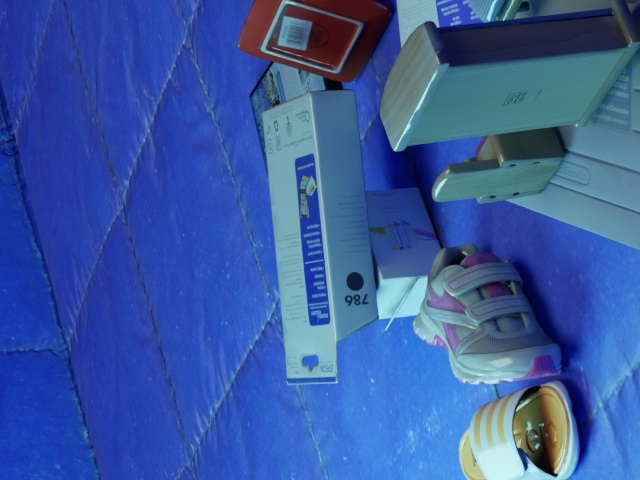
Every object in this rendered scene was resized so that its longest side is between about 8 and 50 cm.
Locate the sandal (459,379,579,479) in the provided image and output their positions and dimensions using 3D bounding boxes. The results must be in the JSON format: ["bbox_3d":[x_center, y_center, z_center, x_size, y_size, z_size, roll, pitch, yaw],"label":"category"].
[{"bbox_3d":[0.189,0.222,1.998,0.265,0.076,0.102,140,122,-62],"label":"sandal"}]

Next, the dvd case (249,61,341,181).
[{"bbox_3d":[-0.031,-0.172,2.493,0.253,0.022,0.180,130,131,-59],"label":"dvd case"}]

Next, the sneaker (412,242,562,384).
[{"bbox_3d":[0.171,0.075,1.977,0.252,0.103,0.111,-144,51,-59],"label":"sneaker"}]

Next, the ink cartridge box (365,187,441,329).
[{"bbox_3d":[0.082,0.024,2.186,0.092,0.090,0.143,117,141,-52],"label":"ink cartridge box"}]

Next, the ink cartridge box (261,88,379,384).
[{"bbox_3d":[0.000,0.000,2.178,0.165,0.065,0.332,170,96,-67],"label":"ink cartridge box"}]

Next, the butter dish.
[{"bbox_3d":[-0.004,-0.289,2.289,0.160,0.160,0.118,120,162,-54],"label":"butter dish"}]

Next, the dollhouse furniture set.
[{"bbox_3d":[0.118,-0.230,1.753,0.286,0.198,0.303,117,140,-56],"label":"dollhouse furniture set"}]

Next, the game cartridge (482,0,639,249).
[{"bbox_3d":[0.260,-0.127,1.787,0.355,0.068,0.230,-152,64,-63],"label":"game cartridge"}]

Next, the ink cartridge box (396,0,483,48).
[{"bbox_3d":[0.143,-0.250,2.043,0.206,0.045,0.208,175,91,-67],"label":"ink cartridge box"}]
